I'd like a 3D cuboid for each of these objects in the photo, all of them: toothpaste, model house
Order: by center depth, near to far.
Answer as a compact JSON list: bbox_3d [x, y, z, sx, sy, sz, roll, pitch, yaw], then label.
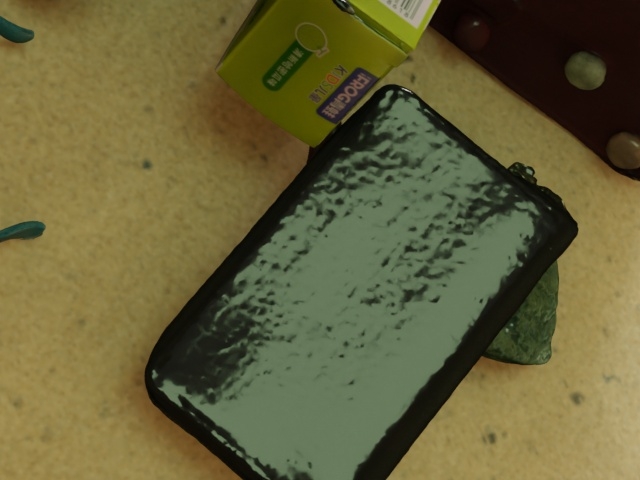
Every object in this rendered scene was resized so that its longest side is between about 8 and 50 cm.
[{"bbox_3d":[0.049,-0.201,1.095,0.077,0.110,0.327,35,49,-9],"label":"toothpaste"},{"bbox_3d":[0.101,0.033,1.109,0.078,0.066,0.083,1,89,-37],"label":"model house"}]

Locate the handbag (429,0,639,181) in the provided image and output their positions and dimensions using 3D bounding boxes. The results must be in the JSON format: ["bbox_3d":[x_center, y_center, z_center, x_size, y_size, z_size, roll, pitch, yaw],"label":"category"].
[{"bbox_3d":[0.186,-0.141,1.121,0.216,0.203,0.074,34,56,-14],"label":"handbag"}]

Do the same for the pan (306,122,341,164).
[{"bbox_3d":[-0.001,0.000,1.073,0.115,0.040,0.212,4,75,-23],"label":"pan"}]

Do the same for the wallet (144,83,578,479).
[{"bbox_3d":[0.024,0.031,1.026,0.149,0.044,0.250,38,72,1],"label":"wallet"}]

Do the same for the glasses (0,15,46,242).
[{"bbox_3d":[-0.257,-0.058,0.975,0.220,0.088,0.190,9,66,-44],"label":"glasses"}]
